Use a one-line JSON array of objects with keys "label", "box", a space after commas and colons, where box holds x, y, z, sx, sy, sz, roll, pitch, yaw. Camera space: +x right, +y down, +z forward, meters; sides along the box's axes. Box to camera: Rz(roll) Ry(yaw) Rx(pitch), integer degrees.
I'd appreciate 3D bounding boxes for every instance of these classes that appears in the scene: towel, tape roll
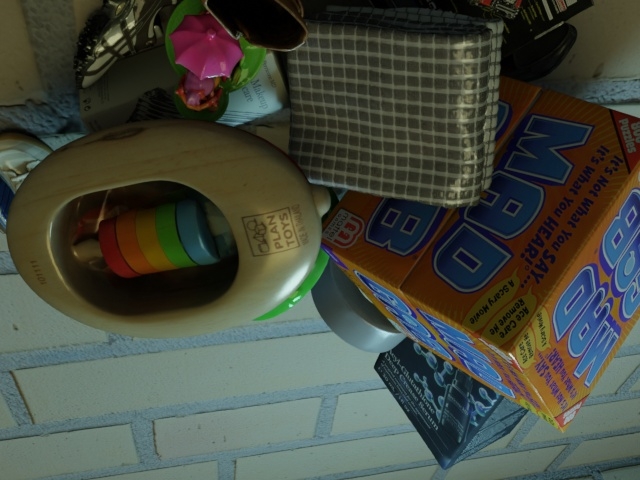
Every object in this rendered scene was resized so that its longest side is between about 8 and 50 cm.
[{"label": "towel", "box": [0.082, -0.174, 0.973, 0.283, 0.121, 0.235, 11, 124, 24]}, {"label": "tape roll", "box": [0.091, 0.104, 1.447, 0.219, 0.219, 0.072, 13, 136, -32]}]

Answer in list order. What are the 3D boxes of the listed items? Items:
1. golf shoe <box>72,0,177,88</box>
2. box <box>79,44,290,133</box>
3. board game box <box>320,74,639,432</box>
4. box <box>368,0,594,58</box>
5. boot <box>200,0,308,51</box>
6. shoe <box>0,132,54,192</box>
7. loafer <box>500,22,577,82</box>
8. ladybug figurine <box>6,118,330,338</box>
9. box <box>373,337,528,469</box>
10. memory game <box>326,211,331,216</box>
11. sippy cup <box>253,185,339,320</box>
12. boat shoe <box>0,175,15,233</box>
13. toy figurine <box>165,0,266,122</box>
[{"label": "golf shoe", "box": [-0.254, -0.261, 0.970, 0.093, 0.077, 0.198, 15, 136, -34]}, {"label": "box", "box": [-0.186, -0.208, 1.047, 0.275, 0.094, 0.113, -19, 143, 6]}, {"label": "board game box", "box": [0.284, 0.008, 1.159, 0.357, 0.356, 0.356, -54, 141, -9]}, {"label": "box", "box": [0.188, -0.364, 0.985, 0.257, 0.079, 0.322, -30, 141, 17]}, {"label": "boot", "box": [-0.146, -0.313, 0.815, 0.283, 0.220, 0.109, 16, 133, -35]}, {"label": "shoe", "box": [-0.423, -0.083, 1.161, 0.076, 0.058, 0.219, -20, 143, 7]}, {"label": "loafer", "box": [0.313, -0.277, 1.157, 0.061, 0.062, 0.170, 28, 125, -37]}, {"label": "ladybug figurine", "box": [-0.197, -0.024, 1.008, 0.449, 0.162, 0.305, -6, 116, 16]}, {"label": "box", "box": [0.316, 0.255, 1.622, 0.212, 0.293, 0.395, -20, 148, -27]}, {"label": "memory game", "box": [-0.010, -0.003, 1.322, 0.186, 0.186, 0.012, -31, 111, 21]}, {"label": "sippy cup", "box": [-0.134, -0.022, 1.222, 0.305, 0.240, 0.224, -46, 128, 3]}, {"label": "boat shoe", "box": [-0.520, -0.075, 1.143, 0.066, 0.066, 0.183, -12, 134, 5]}, {"label": "toy figurine", "box": [-0.140, -0.209, 0.894, 0.130, 0.159, 0.173, 18, 107, -6]}]
